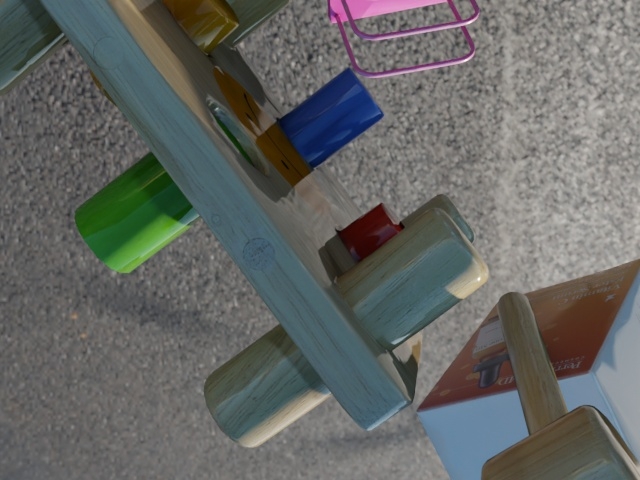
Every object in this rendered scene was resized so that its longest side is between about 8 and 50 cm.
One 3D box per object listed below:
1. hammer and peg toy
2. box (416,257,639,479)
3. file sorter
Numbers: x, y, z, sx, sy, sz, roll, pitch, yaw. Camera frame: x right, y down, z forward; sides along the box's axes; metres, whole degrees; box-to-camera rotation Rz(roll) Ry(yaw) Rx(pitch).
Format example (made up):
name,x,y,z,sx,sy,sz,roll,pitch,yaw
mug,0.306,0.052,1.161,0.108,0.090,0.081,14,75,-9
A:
name,x,y,z,sx,sy,sz,roll,pitch,yaw
hammer and peg toy,0.000,0.000,0.445,0.127,0.361,0.266,-37,180,10
box,0.169,0.100,0.601,0.130,0.170,0.091,-22,100,36
file sorter,0.122,-0.402,1.218,0.202,0.182,0.290,-12,141,-6
